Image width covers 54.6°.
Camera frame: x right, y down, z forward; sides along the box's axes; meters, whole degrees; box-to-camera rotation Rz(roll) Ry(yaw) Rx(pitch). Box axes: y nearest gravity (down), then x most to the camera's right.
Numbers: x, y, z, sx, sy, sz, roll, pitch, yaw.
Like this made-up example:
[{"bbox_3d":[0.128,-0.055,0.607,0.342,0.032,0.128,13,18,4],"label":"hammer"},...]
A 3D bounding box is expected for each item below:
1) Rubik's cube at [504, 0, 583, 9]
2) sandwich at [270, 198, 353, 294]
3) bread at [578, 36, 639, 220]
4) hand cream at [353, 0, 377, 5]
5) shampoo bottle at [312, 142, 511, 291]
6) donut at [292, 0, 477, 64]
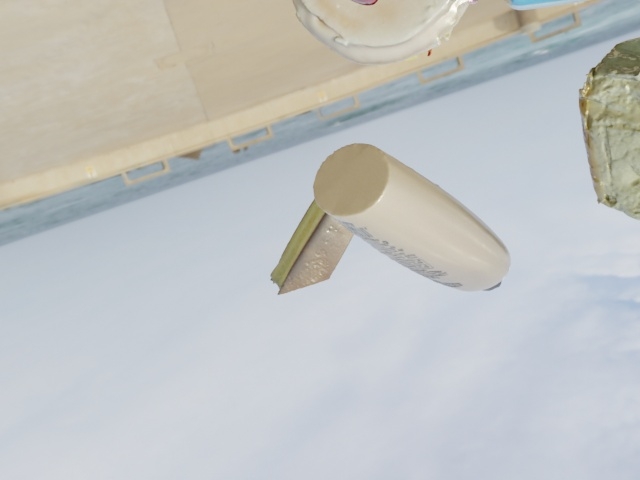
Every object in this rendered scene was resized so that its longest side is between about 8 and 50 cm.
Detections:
[{"bbox_3d":[0.441,-0.582,0.966,0.351,0.352,0.347,-8,-153,23],"label":"Rubik's cube"},{"bbox_3d":[0.000,0.000,1.227,0.258,0.096,0.094,-59,-160,17],"label":"sandwich"},{"bbox_3d":[0.561,-0.173,0.984,0.225,0.279,0.250,10,-147,44],"label":"bread"},{"bbox_3d":[0.014,-0.438,0.855,0.149,0.230,0.230,-62,169,24],"label":"hand cream"},{"bbox_3d":[0.104,-0.006,0.586,0.127,0.078,0.257,16,170,44],"label":"shampoo bottle"},{"bbox_3d":[0.123,-0.509,1.131,0.382,0.383,0.142,-15,-179,24],"label":"donut"}]
